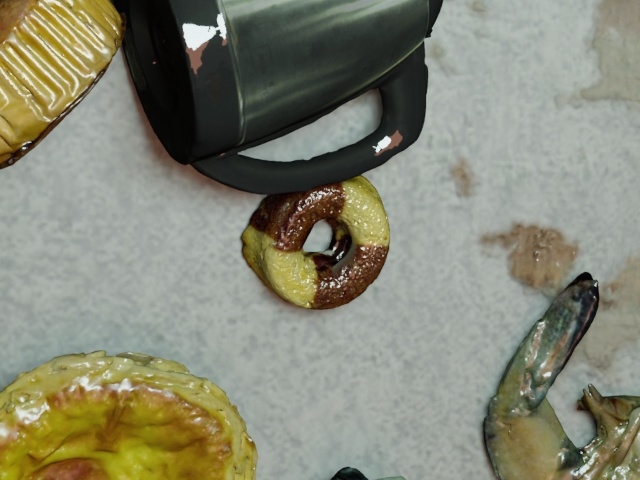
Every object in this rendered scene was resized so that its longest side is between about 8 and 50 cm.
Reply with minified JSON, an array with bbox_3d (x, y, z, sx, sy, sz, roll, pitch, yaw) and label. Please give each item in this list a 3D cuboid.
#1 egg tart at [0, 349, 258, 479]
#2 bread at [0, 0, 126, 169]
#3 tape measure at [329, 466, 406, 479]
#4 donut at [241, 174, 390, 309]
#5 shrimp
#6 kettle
[{"bbox_3d":[-0.203,0.223,1.613,0.294,0.116,0.295,-5,109,-13],"label":"egg tart"},{"bbox_3d":[-0.254,-0.147,1.451,0.199,0.199,0.104,-43,109,0],"label":"bread"},{"bbox_3d":[0.050,0.336,1.679,0.115,0.207,0.235,-13,147,-4],"label":"tape measure"},{"bbox_3d":[0.000,0.000,1.634,0.140,0.059,0.140,-5,109,-15],"label":"donut"},{"bbox_3d":[0.316,0.108,1.741,0.272,0.085,0.445,14,106,-12],"label":"shrimp"},{"bbox_3d":[-0.012,-0.177,1.504,0.271,0.207,0.251,-19,88,-18],"label":"kettle"}]
